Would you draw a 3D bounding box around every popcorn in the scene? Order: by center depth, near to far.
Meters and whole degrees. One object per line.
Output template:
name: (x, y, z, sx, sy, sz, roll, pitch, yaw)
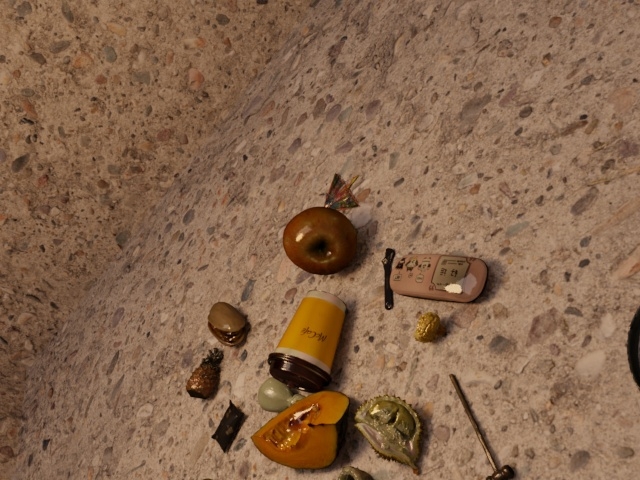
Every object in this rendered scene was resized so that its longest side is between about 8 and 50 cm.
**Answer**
popcorn: (0.285, 0.228, 1.572, 0.084, 0.084, 0.084, -31, 43, 35)

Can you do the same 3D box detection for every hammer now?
hammer: (0.349, 0.413, 1.388, 0.058, 0.029, 0.292, -43, 36, 19)

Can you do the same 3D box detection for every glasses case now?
glasses case: (0.306, 0.097, 1.630, 0.314, 0.075, 0.122, 2, 70, 52)

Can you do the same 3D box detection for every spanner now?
spanner: (0.200, 0.109, 1.809, 0.046, 0.012, 0.208, -27, 46, 36)

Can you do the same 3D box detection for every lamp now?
lamp: (-0.111, 0.478, 1.856, 0.193, 0.106, 0.106, 10, 73, 43)

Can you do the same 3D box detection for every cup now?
cup: (-0.028, 0.296, 1.817, 0.196, 0.196, 0.279, -8, 50, 49)

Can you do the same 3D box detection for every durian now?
durian: (0.187, 0.470, 1.497, 0.146, 0.102, 0.208, -36, 63, 3)

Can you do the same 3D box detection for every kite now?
kite: (0.075, -0.157, 2.166, 0.183, 0.014, 0.241, -49, 36, 10)

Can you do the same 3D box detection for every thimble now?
thimble: (0.087, 0.614, 1.528, 0.084, 0.062, 0.110, -37, 40, 24)

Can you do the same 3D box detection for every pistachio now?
pistachio: (-0.340, 0.304, 2.258, 0.206, 0.131, 0.129, 36, 139, 51)

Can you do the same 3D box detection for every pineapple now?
pineapple: (-0.410, 0.475, 2.233, 0.108, 0.108, 0.197, -19, 38, 43)

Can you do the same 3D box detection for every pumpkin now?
pumpkin: (-0.017, 0.524, 1.704, 0.312, 0.148, 0.169, -18, 14, 32)

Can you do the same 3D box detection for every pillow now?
pillow: (-0.305, 0.612, 2.035, 0.150, 0.048, 0.090, -64, 26, 0)

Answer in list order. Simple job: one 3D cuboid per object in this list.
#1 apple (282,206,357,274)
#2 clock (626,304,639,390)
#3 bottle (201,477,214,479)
apple: (0.000, 0.000, 1.951, 0.237, 0.237, 0.207, -51, 16, 12)
clock: (0.707, 0.188, 1.069, 0.319, 0.066, 0.319, -32, 42, 35)
bottle: (-0.279, 0.794, 1.835, 0.286, 0.082, 0.082, 2, 67, 53)
